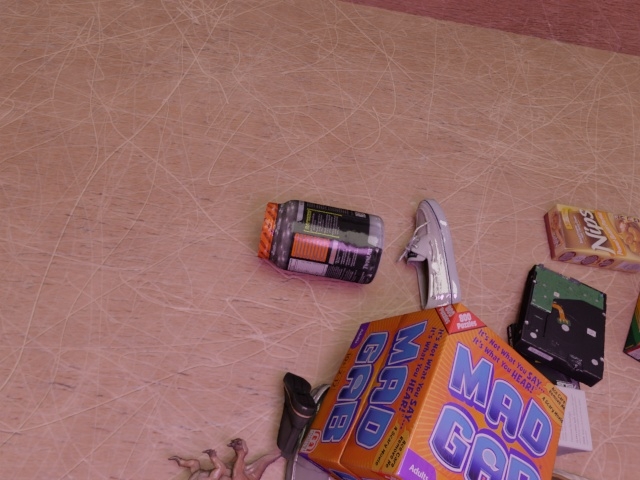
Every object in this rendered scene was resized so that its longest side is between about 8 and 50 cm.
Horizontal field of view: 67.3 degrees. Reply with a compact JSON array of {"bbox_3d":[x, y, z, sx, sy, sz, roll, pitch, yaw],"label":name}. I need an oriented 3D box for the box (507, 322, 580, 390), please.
[{"bbox_3d":[0.650,0.347,1.410,0.190,0.045,0.184,11,56,-5],"label":"box"}]

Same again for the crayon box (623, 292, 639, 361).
[{"bbox_3d":[1.086,0.176,1.409,0.106,0.363,0.313,32,60,8],"label":"crayon box"}]

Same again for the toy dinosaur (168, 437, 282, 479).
[{"bbox_3d":[-0.222,0.566,1.077,0.295,0.127,0.200,-4,71,-32],"label":"toy dinosaur"}]

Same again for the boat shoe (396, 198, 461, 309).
[{"bbox_3d":[0.311,0.042,1.477,0.156,0.136,0.367,-3,71,-9],"label":"boat shoe"}]

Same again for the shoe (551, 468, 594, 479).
[{"bbox_3d":[0.629,0.638,1.242,0.219,0.058,0.077,12,90,0],"label":"shoe"}]

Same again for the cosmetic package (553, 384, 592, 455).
[{"bbox_3d":[0.576,0.468,1.266,0.183,0.151,0.152,11,60,-4],"label":"cosmetic package"}]

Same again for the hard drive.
[{"bbox_3d":[0.718,0.238,1.434,0.236,0.064,0.339,26,48,9],"label":"hard drive"}]

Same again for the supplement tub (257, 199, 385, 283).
[{"bbox_3d":[0.000,0.000,1.384,0.337,0.207,0.207,11,59,-5],"label":"supplement tub"}]

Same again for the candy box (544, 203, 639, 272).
[{"bbox_3d":[0.944,-0.007,1.644,0.316,0.087,0.183,9,60,-6],"label":"candy box"}]

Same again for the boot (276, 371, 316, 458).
[{"bbox_3d":[-0.077,0.421,1.185,0.076,0.198,0.137,22,95,-9],"label":"boot"}]

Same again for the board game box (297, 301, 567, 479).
[{"bbox_3d":[0.242,0.406,1.054,0.356,0.356,0.357,40,59,-14],"label":"board game box"}]

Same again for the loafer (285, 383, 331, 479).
[{"bbox_3d":[-0.016,0.502,1.151,0.112,0.111,0.320,12,59,-4],"label":"loafer"}]
